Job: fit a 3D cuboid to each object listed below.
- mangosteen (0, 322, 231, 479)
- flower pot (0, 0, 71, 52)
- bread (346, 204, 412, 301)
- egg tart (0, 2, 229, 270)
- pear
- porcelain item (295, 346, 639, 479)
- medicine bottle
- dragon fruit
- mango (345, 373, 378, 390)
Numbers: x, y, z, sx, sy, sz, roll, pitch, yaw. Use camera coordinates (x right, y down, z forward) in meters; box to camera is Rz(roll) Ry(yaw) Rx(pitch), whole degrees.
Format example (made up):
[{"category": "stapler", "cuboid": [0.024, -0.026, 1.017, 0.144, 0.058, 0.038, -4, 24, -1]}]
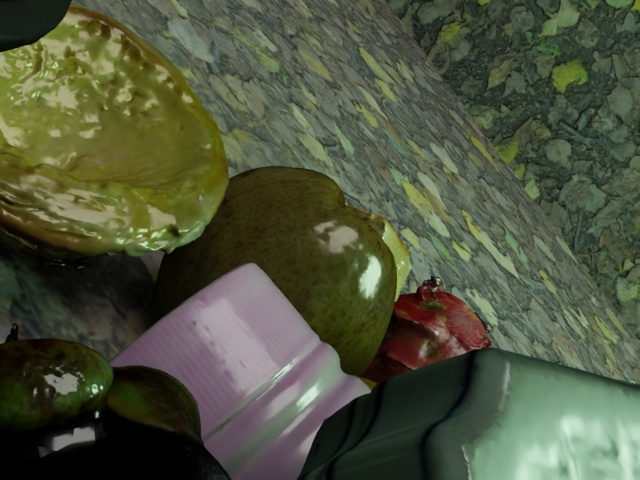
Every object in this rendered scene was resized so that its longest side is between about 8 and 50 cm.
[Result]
[{"category": "mangosteen", "cuboid": [-0.140, 0.163, 0.463, 0.243, 0.243, 0.243, 40, 24, -21]}, {"category": "flower pot", "cuboid": [-0.375, -0.184, 0.550, 0.379, 0.251, 0.379, 42, 23, -22]}, {"category": "bread", "cuboid": [-0.001, 0.000, 1.035, 0.188, 0.068, 0.125, 17, -19, 22]}, {"category": "egg tart", "cuboid": [-0.226, -0.084, 0.792, 0.315, 0.120, 0.315, 23, 39, -20]}, {"category": "pear", "cuboid": [-0.030, 0.043, 0.872, 0.228, 0.211, 0.188, 39, 22, -26]}, {"category": "porcelain item", "cuboid": [0.114, 0.216, 0.474, 0.281, 0.157, 0.286, 16, 55, -41]}, {"category": "medicine bottle", "cuboid": [-0.022, 0.194, 0.654, 0.316, 0.202, 0.202, 51, 22, 3]}, {"category": "dragon fruit", "cuboid": [0.102, 0.116, 1.064, 0.126, 0.161, 0.274, 39, 26, -28]}, {"category": "mango", "cuboid": [0.003, 0.169, 0.797, 0.111, 0.163, 0.089, 32, 36, 5]}]
